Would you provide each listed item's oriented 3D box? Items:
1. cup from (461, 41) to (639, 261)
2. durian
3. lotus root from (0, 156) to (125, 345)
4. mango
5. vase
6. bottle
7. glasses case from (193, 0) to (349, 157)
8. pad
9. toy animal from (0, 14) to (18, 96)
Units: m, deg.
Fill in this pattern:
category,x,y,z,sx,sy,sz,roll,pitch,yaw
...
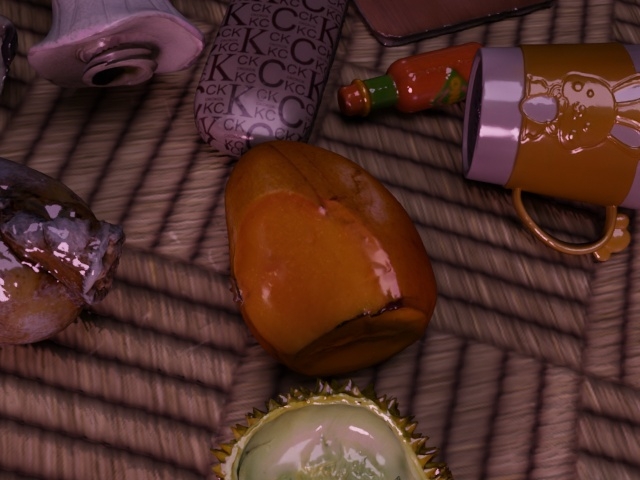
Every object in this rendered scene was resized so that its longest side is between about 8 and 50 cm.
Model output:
category,x,y,z,sx,sy,sz,roll,pitch,yaw
cup,0.272,-0.102,0.972,0.226,0.185,0.241,6,88,2
durian,0.019,0.232,0.703,0.237,0.177,0.200,40,51,11
lotus root,-0.350,-0.007,0.817,0.349,0.175,0.175,19,57,9
mango,0.000,0.000,0.875,0.187,0.138,0.257,-18,57,0
vase,-0.254,-0.391,0.964,0.249,0.250,0.446,-10,85,-14
bottle,0.109,-0.183,1.048,0.187,0.069,0.069,-16,61,-16
glasses case,-0.047,-0.239,1.047,0.137,0.085,0.355,15,57,0
pad,0.145,-0.395,1.215,0.284,0.018,0.287,-18,62,-18
toy animal,-0.392,-0.223,0.977,0.216,0.073,0.176,11,62,35
